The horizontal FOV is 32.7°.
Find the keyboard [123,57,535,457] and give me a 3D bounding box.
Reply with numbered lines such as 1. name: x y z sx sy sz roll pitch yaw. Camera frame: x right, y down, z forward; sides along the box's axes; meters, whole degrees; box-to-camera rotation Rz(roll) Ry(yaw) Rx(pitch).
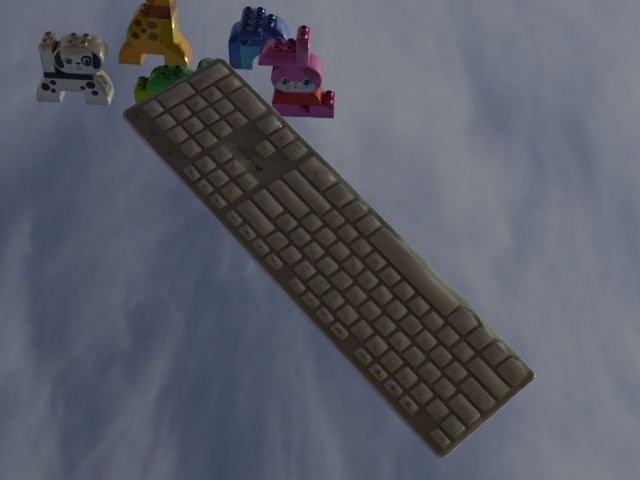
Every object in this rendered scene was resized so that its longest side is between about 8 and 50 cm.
1. keyboard: 0.000 0.000 0.579 0.072 0.014 0.256 -37 -109 -20

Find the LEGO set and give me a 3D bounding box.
1. LEGO set: -0.100 -0.160 0.822 0.227 0.093 0.087 3 -137 3
